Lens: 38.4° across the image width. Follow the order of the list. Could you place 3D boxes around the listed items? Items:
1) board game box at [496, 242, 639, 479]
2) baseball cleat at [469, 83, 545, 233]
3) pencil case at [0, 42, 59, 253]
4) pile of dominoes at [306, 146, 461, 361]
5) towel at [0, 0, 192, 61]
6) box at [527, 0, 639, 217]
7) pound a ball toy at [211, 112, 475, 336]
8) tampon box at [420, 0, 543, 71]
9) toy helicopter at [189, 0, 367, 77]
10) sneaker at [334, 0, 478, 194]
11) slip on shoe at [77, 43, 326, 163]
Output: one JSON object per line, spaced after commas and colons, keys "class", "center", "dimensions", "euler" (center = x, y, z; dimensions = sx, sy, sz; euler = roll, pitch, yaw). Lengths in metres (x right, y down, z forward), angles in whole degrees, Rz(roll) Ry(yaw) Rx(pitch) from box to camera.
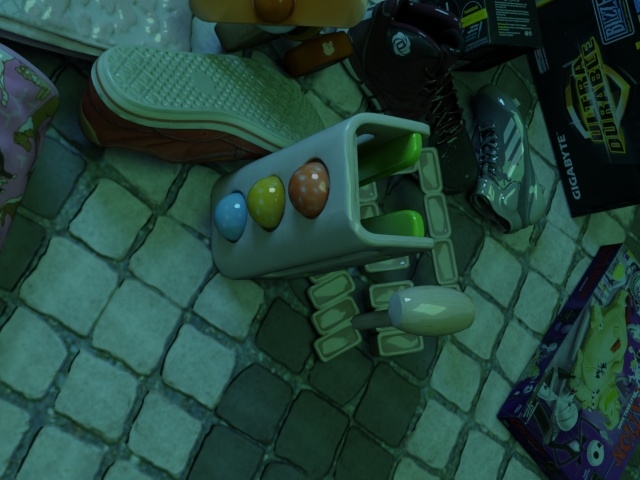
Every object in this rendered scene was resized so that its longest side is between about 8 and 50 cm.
{"class": "board game box", "center": [0.407, 0.193, 1.330], "dimensions": [0.208, 0.056, 0.347], "euler": [51, 59, -20]}
{"class": "baseball cleat", "center": [0.243, -0.110, 1.260], "dimensions": [0.109, 0.072, 0.205], "euler": [-24, 91, -27]}
{"class": "pencil case", "center": [-0.353, 0.001, 0.799], "dimensions": [0.160, 0.167, 0.386], "euler": [12, 74, -1]}
{"class": "pile of dominoes", "center": [0.067, 0.018, 1.138], "dimensions": [0.196, 0.040, 0.251], "euler": [-7, 83, -14]}
{"class": "towel", "center": [-0.245, -0.354, 0.926], "dimensions": [0.317, 0.053, 0.331], "euler": [5, 88, -51]}
{"class": "box", "center": [0.426, -0.210, 1.285], "dimensions": [0.079, 0.257, 0.322], "euler": [-16, 91, -35]}
{"class": "pound a ball toy", "center": [0.000, 0.000, 0.931], "dimensions": [0.136, 0.319, 0.208], "euler": [4, 80, -32]}
{"class": "tampon box", "center": [0.211, -0.323, 1.245], "dimensions": [0.101, 0.120, 0.161], "euler": [-5, 84, -34]}
{"class": "toy helicopter", "center": [0.023, -0.281, 0.974], "dimensions": [0.235, 0.355, 0.140], "euler": [-26, 97, -51]}
{"class": "sneaker", "center": [0.143, -0.183, 1.150], "dimensions": [0.281, 0.162, 0.106], "euler": [52, 59, -15]}
{"class": "slip on shoe", "center": [-0.119, -0.136, 1.017], "dimensions": [0.331, 0.101, 0.123], "euler": [1, 60, -46]}
